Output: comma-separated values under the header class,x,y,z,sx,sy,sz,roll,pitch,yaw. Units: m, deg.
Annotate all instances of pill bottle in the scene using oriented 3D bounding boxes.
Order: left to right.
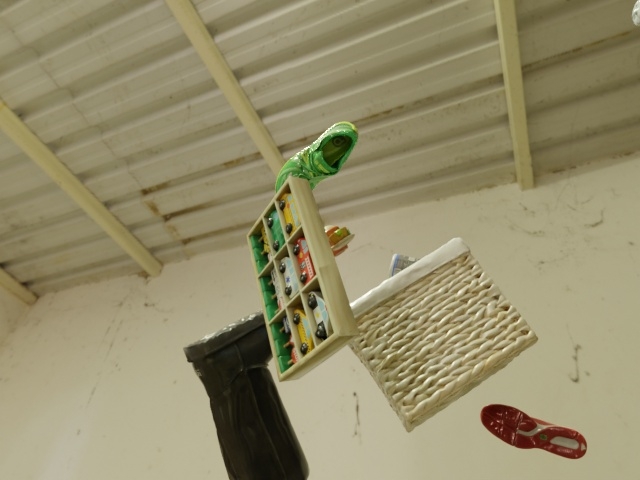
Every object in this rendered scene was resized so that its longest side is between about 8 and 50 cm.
class,x,y,z,sx,sy,sz,roll,pitch,yaw
pill bottle,0.274,0.090,1.274,0.137,0.078,0.078,13,-45,16

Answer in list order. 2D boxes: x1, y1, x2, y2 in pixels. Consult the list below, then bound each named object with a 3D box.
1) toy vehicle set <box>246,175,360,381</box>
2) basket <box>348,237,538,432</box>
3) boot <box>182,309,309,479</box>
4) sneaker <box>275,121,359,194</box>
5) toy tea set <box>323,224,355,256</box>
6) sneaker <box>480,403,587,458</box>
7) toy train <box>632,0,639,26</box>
class,x,y,z,sx,sy,sz,roll,pitch,yaw
toy vehicle set,-0.040,0.056,0.666,0.035,0.266,0.166,6,-38,-35
basket,0.251,0.225,0.999,0.331,0.266,0.328,-32,-27,-6
boot,-0.118,0.412,1.147,0.146,0.367,0.444,-24,-92,50
sneaker,-0.016,-0.205,1.187,0.109,0.123,0.295,42,-78,-15
toy tea set,0.000,0.000,1.443,0.200,0.124,0.336,-32,-9,-12
sneaker,0.495,0.455,1.041,0.221,0.086,0.128,16,-16,27
toy train,0.925,-0.553,1.018,0.334,0.190,0.142,-1,-70,15
